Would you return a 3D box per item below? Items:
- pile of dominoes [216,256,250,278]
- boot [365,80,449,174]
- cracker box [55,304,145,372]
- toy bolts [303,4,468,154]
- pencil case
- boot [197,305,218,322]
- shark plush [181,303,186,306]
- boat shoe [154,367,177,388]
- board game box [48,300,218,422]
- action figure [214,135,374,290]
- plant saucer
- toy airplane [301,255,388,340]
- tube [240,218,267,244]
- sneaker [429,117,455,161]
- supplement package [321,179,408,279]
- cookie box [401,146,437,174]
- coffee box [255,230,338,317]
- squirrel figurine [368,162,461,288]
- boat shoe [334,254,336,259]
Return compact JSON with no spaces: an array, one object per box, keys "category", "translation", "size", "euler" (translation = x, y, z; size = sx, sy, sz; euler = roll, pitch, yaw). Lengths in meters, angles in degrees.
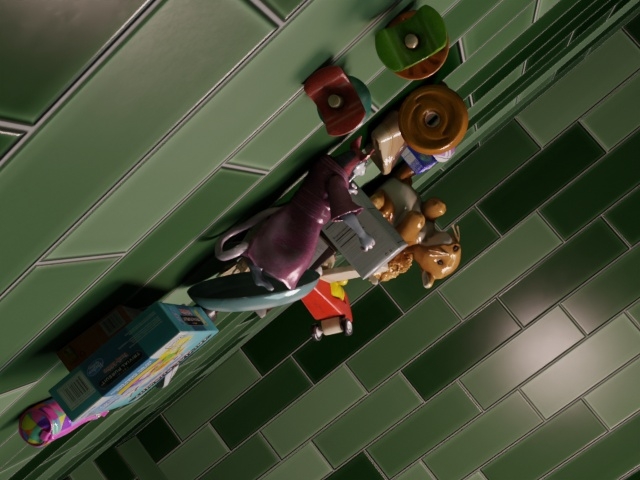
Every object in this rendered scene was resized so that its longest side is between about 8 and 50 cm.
[{"category":"pile of dominoes","translation":[-0.218,0.094,1.845],"size":[0.196,0.040,0.251],"euler":[-34,171,-34]},{"category":"boot","translation":[0.211,-0.261,1.585],"size":[0.207,0.090,0.248],"euler":[-36,169,-5]},{"category":"cracker box","translation":[-0.436,0.214,1.412],"size":[0.156,0.067,0.232],"euler":[-38,171,-7]},{"category":"toy bolts","translation":[0.110,-0.220,1.034],"size":[0.229,0.218,0.158],"euler":[-22,-177,15]},{"category":"pencil case","translation":[-0.626,0.426,1.645],"size":[0.104,0.104,0.236],"euler":[-41,171,16]},{"category":"boot","translation":[-0.378,0.267,1.947],"size":[0.176,0.088,0.244],"euler":[-35,168,-35]},{"category":"shark plush","translation":[-0.374,0.215,1.708],"size":[0.073,0.067,0.161],"euler":[-40,172,11]},{"category":"boat shoe","translation":[-0.514,0.431,2.257],"size":[0.076,0.083,0.226],"euler":[-31,169,-39]},{"category":"board game box","translation":[-0.360,0.239,1.366],"size":[0.254,0.079,0.336],"euler":[-40,172,-2]},{"category":"action figure","translation":[-0.029,-0.077,1.432],"size":[0.370,0.276,0.248],"euler":[-57,-155,8]},{"category":"plant saucer","translation":[-0.156,0.118,1.596],"size":[0.318,0.043,0.317],"euler":[-6,-173,1]},{"category":"toy airplane","translation":[-0.018,0.126,2.210],"size":[0.384,0.386,0.272],"euler":[120,-18,-49]},{"category":"tube","translation":[-0.091,-0.048,1.570],"size":[0.062,0.070,0.240],"euler":[2,-166,35]},{"category":"sneaker","translation":[0.390,-0.325,2.047],"size":[0.161,0.102,0.282],"euler":[-46,170,27]},{"category":"supplement package","translation":[0.101,-0.035,1.814],"size":[0.134,0.244,0.139],"euler":[-42,171,15]},{"category":"cookie box","translation":[0.269,-0.246,1.891],"size":[0.040,0.107,0.092],"euler":[-43,171,36]},{"category":"coffee box","translation":[-0.083,0.069,1.926],"size":[0.297,0.119,0.168],"euler":[-43,-179,18]},{"category":"squirrel figurine","translation":[0.289,-0.014,2.267],"size":[0.281,0.370,0.397],"euler":[-45,-178,-39]},{"category":"boat shoe","translation":[0.004,0.054,2.436],"size":[0.064,0.060,0.178],"euler":[-39,-166,-19]}]
